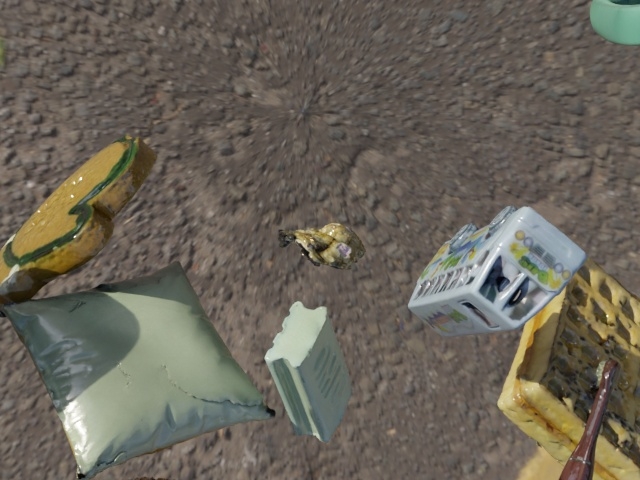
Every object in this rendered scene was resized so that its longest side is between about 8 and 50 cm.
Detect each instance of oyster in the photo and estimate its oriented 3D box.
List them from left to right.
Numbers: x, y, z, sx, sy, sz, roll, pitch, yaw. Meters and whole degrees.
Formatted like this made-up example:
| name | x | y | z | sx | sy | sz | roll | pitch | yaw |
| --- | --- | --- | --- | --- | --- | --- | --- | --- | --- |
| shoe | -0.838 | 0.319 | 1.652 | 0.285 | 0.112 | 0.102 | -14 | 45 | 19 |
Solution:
| name | x | y | z | sx | sy | sz | roll | pitch | yaw |
| --- | --- | --- | --- | --- | --- | --- | --- | --- | --- |
| oyster | 0.000 | 0.000 | 1.769 | 0.163 | 0.191 | 0.081 | 19 | 92 | -14 |

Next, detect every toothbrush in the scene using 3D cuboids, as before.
| name | x | y | z | sx | sy | sz | roll | pitch | yaw |
| --- | --- | --- | --- | --- | --- | --- | --- | --- | --- |
| toothbrush | 0.262 | 0.295 | 1.076 | 0.041 | 0.041 | 0.363 | 24 | 75 | -4 |

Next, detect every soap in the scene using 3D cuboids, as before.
| name | x | y | z | sx | sy | sz | roll | pitch | yaw |
| --- | --- | --- | --- | --- | --- | --- | --- | --- | --- |
| soap | -0.012 | 0.198 | 1.478 | 0.063 | 0.114 | 0.198 | 10 | 141 | 25 |

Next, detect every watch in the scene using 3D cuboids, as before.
| name | x | y | z | sx | sy | sz | roll | pitch | yaw |
| --- | --- | --- | --- | --- | --- | --- | --- | --- | --- |
| watch | 0.460 | -0.312 | 1.273 | 0.237 | 0.195 | 0.068 | -30 | 112 | -35 |

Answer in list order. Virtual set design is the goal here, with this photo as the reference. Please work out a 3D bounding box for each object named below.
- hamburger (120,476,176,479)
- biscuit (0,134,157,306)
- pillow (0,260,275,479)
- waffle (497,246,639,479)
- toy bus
| name | x | y | z | sx | sy | sz | roll | pitch | yaw |
| --- | --- | --- | --- | --- | --- | --- | --- | --- | --- |
| hamburger | -0.264 | 0.445 | 1.459 | 0.300 | 0.300 | 0.176 | 2 | 91 | -1 |
| biscuit | -0.387 | -0.027 | 1.518 | 0.344 | 0.287 | 0.057 | -45 | 116 | -2 |
| pillow | -0.267 | 0.177 | 1.457 | 0.312 | 0.119 | 0.310 | -15 | 55 | -34 |
| waffle | 0.438 | 0.202 | 1.617 | 0.261 | 0.376 | 0.114 | 42 | 131 | -8 |
| toy bus | 0.211 | 0.048 | 1.272 | 0.109 | 0.330 | 0.136 | 41 | 78 | -2 |
